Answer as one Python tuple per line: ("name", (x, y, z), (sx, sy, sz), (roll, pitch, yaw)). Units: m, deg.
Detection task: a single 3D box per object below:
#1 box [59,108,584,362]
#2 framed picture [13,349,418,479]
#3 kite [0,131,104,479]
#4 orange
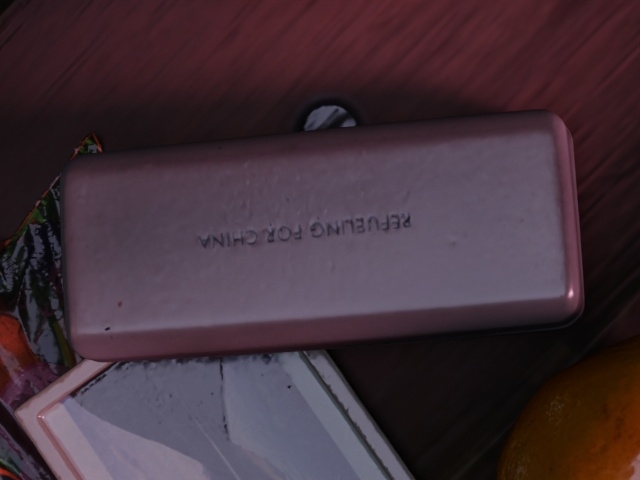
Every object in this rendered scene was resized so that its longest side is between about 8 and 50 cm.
("box", (0.000, 0.000, 0.848), (0.244, 0.055, 0.103), (-5, 81, 10))
("framed picture", (-0.037, 0.124, 0.880), (0.150, 0.015, 0.203), (-35, 81, 4))
("kite", (-0.173, 0.106, 0.923), (0.234, 0.016, 0.321), (42, 99, 11))
("orange", (0.149, 0.113, 0.784), (0.136, 0.159, 0.159), (31, 99, 53))
